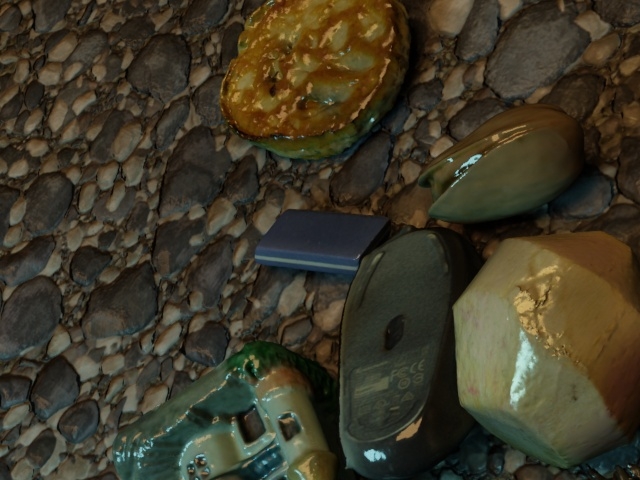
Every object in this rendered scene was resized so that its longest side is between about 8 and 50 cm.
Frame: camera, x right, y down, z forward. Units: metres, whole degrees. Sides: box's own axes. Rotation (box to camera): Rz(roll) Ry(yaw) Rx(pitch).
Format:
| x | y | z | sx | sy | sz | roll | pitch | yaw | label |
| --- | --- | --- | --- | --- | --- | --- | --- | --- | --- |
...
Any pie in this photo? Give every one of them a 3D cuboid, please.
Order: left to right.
| x | y | z | sx | sy | sz | roll | pitch | yaw | label |
| --- | --- | --- | --- | --- | --- | --- | --- | --- | --- |
| -0.001 | -0.247 | 2.200 | 0.315 | 0.092 | 0.315 | -16 | 59 | 29 | pie |

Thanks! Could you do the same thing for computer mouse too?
| x | y | z | sx | sy | sz | roll | pitch | yaw | label |
| --- | --- | --- | --- | --- | --- | --- | --- | --- | --- |
| 0.114 | 0.141 | 1.838 | 0.203 | 0.114 | 0.374 | -20 | 39 | 29 | computer mouse |

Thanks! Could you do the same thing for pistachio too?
| x | y | z | sx | sy | sz | roll | pitch | yaw | label |
| --- | --- | --- | --- | --- | --- | --- | --- | --- | --- |
| 0.223 | -0.092 | 1.891 | 0.226 | 0.136 | 0.136 | -24 | 50 | 27 | pistachio |

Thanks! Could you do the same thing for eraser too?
| x | y | z | sx | sy | sz | roll | pitch | yaw | label |
| --- | --- | --- | --- | --- | --- | --- | --- | --- | --- |
| 0.000 | 0.000 | 2.038 | 0.225 | 0.036 | 0.082 | 5 | 48 | 46 | eraser |

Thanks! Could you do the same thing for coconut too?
| x | y | z | sx | sy | sz | roll | pitch | yaw | label |
| --- | --- | --- | --- | --- | --- | --- | --- | --- | --- |
| 0.263 | 0.105 | 1.661 | 0.259 | 0.259 | 0.259 | -19 | 52 | 27 | coconut |

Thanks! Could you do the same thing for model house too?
| x | y | z | sx | sy | sz | roll | pitch | yaw | label |
| --- | --- | --- | --- | --- | --- | --- | --- | --- | --- |
| -0.066 | 0.325 | 1.808 | 0.267 | 0.194 | 0.325 | -36 | 50 | 14 | model house |

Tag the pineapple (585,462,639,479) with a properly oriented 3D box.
| x | y | z | sx | sy | sz | roll | pitch | yaw | label |
| --- | --- | --- | --- | --- | --- | --- | --- | --- | --- |
| 0.414 | 0.256 | 1.503 | 0.362 | 0.202 | 0.202 | -11 | 55 | 50 | pineapple |
